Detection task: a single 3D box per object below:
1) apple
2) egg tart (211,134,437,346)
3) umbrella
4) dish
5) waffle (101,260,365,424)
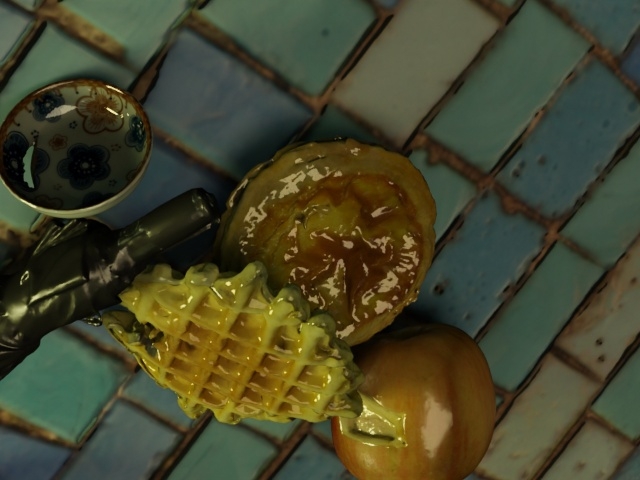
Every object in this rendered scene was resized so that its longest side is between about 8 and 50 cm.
[{"bbox_3d":[0.101,0.176,1.457,0.199,0.199,0.199,-10,120,-18],"label":"apple"},{"bbox_3d":[0.000,0.000,1.354,0.241,0.106,0.241,-10,118,-20],"label":"egg tart"},{"bbox_3d":[-0.238,0.042,1.225,0.340,0.118,0.118,-27,127,18],"label":"umbrella"},{"bbox_3d":[-0.217,-0.068,1.228,0.141,0.141,0.078,-22,153,-11],"label":"dish"},{"bbox_3d":[-0.085,0.104,1.315,0.250,0.056,0.261,-6,136,33],"label":"waffle"}]
